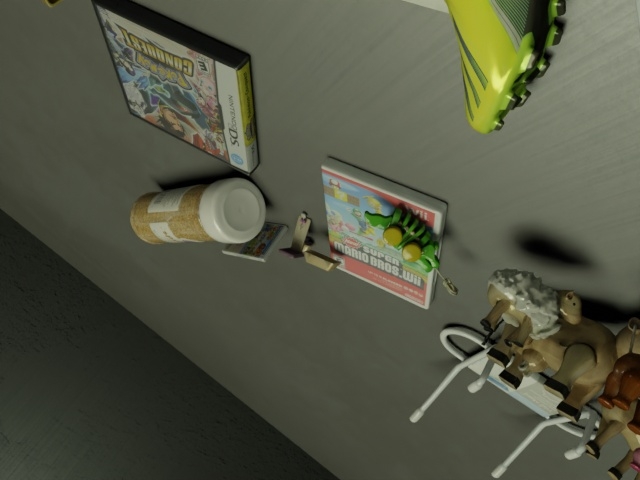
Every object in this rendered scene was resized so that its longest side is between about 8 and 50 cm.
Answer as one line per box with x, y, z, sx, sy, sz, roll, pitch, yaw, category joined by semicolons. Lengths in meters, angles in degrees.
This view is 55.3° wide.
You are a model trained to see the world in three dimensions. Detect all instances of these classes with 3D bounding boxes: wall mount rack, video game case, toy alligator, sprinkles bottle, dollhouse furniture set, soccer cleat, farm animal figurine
0.336;0.324;1.157;0.350;0.130;0.304;34;152;4;wall mount rack
-0.131;-0.001;1.213;0.122;0.087;0.011;9;145;40;video game case
0.149;0.006;0.906;0.189;0.056;0.051;39;112;-7;toy alligator
0.102;-0.002;1.022;0.204;0.025;0.285;24;150;21;video game case
-0.227;-0.247;0.996;0.275;0.035;0.248;28;152;14;video game case
-0.259;-0.053;1.241;0.355;0.121;0.121;-1;136;49;sprinkles bottle
0.000;0.000;1.126;0.114;0.081;0.091;23;-167;26;dollhouse furniture set
0.154;-0.216;0.556;0.121;0.093;0.289;30;158;24;soccer cleat
0.392;0.178;0.850;0.326;0.172;0.330;33;163;32;farm animal figurine

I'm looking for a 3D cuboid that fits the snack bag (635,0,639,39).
0.296;-0.254;0.287;0.323;0.037;0.342;8;131;49;snack bag

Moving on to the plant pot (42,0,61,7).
-0.406;-0.409;0.901;0.083;0.081;0.081;32;155;34;plant pot

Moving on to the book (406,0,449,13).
0.080;-0.289;0.598;0.144;0.035;0.096;25;147;23;book
